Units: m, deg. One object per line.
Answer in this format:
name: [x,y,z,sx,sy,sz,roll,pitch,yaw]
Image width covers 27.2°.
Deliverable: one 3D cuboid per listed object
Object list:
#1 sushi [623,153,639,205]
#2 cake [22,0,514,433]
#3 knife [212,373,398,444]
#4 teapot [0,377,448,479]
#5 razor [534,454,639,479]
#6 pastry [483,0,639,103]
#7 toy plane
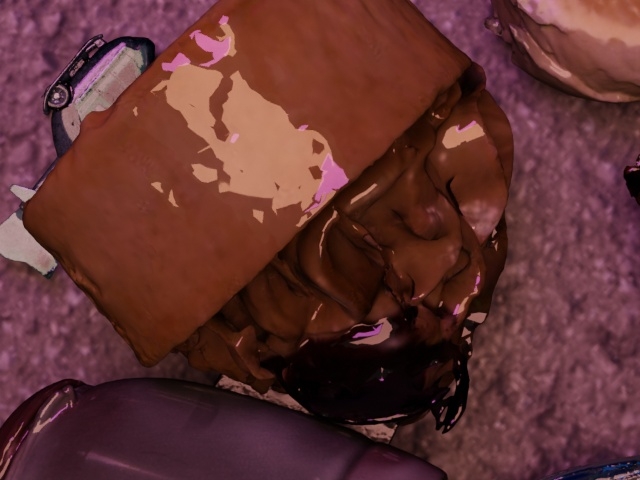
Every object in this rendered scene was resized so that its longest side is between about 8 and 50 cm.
sushi: [0.341,0.033,1.006,0.287,0.140,0.149,36,82,3]
cake: [0.005,-0.005,0.932,0.332,0.332,0.321,-44,93,-1]
knife: [0.026,0.165,1.070,0.245,0.019,0.072,30,87,4]
teapot: [-0.098,0.241,0.958,0.312,0.233,0.315,22,128,14]
razor: [0.197,0.195,1.024,0.324,0.056,0.093,-11,51,1]
pastry: [0.246,-0.230,1.021,0.264,0.133,0.265,0,87,2]
toy plane: [-0.189,-0.085,1.067,0.096,0.060,0.235,39,85,-11]
